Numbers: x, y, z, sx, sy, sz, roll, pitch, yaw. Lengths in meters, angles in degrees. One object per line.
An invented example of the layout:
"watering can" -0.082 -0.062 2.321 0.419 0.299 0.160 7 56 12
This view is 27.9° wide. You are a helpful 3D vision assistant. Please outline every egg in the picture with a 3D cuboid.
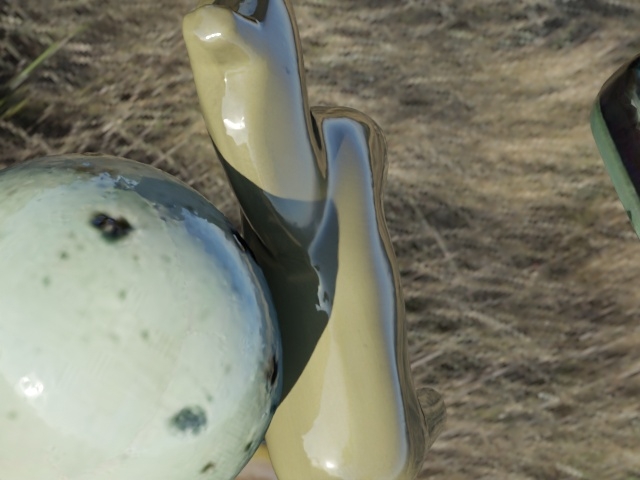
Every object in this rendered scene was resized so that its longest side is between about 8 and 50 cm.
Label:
"egg" -0.078 0.042 0.453 0.164 0.131 0.131 74 9 -60

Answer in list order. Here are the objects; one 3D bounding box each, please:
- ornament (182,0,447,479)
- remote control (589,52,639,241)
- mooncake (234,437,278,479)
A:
"ornament" 0.000 0.000 0.540 0.245 0.061 0.230 -14 96 -77
"remote control" 0.119 0.029 0.266 0.072 0.042 0.222 13 35 -24
"mooncake" -0.072 0.275 1.104 0.235 0.235 0.117 60 17 2
